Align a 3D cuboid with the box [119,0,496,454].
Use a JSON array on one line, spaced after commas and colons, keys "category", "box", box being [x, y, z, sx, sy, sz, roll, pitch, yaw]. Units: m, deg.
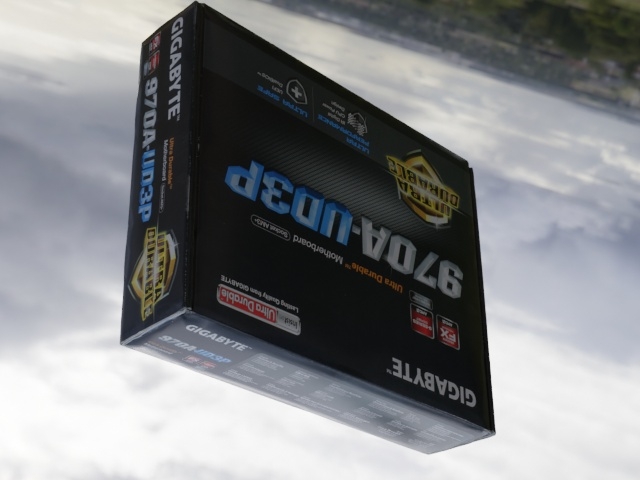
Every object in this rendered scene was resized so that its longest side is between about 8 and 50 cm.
[{"category": "box", "box": [0.000, 0.000, 0.634, 0.051, 0.175, 0.220, -27, 141, 37]}]
